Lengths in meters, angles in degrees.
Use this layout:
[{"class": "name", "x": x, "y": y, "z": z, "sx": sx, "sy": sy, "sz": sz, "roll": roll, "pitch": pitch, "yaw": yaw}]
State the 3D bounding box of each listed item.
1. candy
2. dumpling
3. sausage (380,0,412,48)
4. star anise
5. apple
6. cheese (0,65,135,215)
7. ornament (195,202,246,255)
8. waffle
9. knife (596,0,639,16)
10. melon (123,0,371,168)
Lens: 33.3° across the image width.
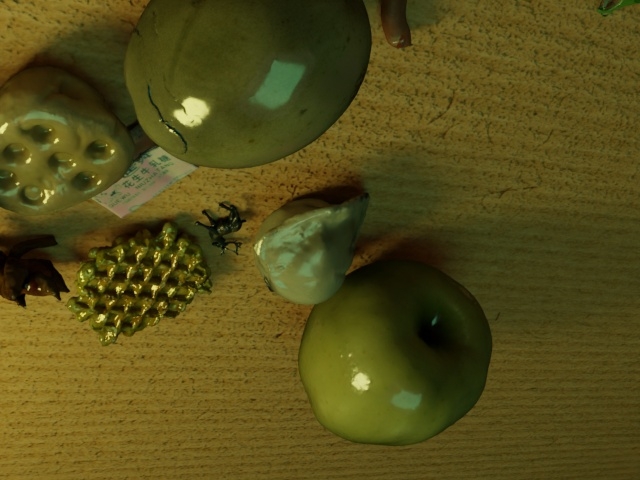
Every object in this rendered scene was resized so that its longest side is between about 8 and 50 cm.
[{"class": "candy", "x": -0.267, "y": -0.111, "z": 1.569, "sx": 0.160, "sy": 0.073, "sz": 0.092, "roll": -32, "pitch": 147, "yaw": 15}, {"class": "dumpling", "x": -0.004, "y": -0.004, "z": 1.794, "sx": 0.175, "sy": 0.243, "sz": 0.227, "roll": 43, "pitch": 96, "yaw": -10}, {"class": "sausage", "x": 0.108, "y": -0.335, "z": 1.480, "sx": 0.047, "sy": 0.040, "sz": 0.177, "roll": -18, "pitch": 145, "yaw": -13}, {"class": "star anise", "x": -0.490, "y": 0.051, "z": 1.646, "sx": 0.196, "sy": 0.111, "sz": 0.212, "roll": -5, "pitch": 177, "yaw": 11}, {"class": "apple", "x": 0.128, "y": 0.207, "z": 1.960, "sx": 0.357, "sy": 0.357, "sz": 0.357, "roll": -13, "pitch": 144, "yaw": -10}, {"class": "cheese", "x": -0.372, "y": -0.138, "z": 1.446, "sx": 0.235, "sy": 0.117, "sz": 0.218, "roll": -6, "pitch": 141, "yaw": -18}, {"class": "ornament", "x": -0.155, "y": -0.015, "z": 1.787, "sx": 0.073, "sy": 0.028, "sz": 0.125, "roll": -23, "pitch": 142, "yaw": 5}, {"class": "waffle", "x": -0.301, "y": 0.074, "z": 1.778, "sx": 0.243, "sy": 0.059, "sz": 0.238, "roll": -27, "pitch": 146, "yaw": -14}, {"class": "knife", "x": 0.505, "y": -0.373, "z": 1.636, "sx": 0.166, "sy": 0.022, "sz": 0.078, "roll": -5, "pitch": 147, "yaw": -18}, {"class": "melon", "x": -0.095, "y": -0.225, "z": 1.337, "sx": 0.330, "sy": 0.268, "sz": 0.268, "roll": -30, "pitch": 144, "yaw": 28}]
